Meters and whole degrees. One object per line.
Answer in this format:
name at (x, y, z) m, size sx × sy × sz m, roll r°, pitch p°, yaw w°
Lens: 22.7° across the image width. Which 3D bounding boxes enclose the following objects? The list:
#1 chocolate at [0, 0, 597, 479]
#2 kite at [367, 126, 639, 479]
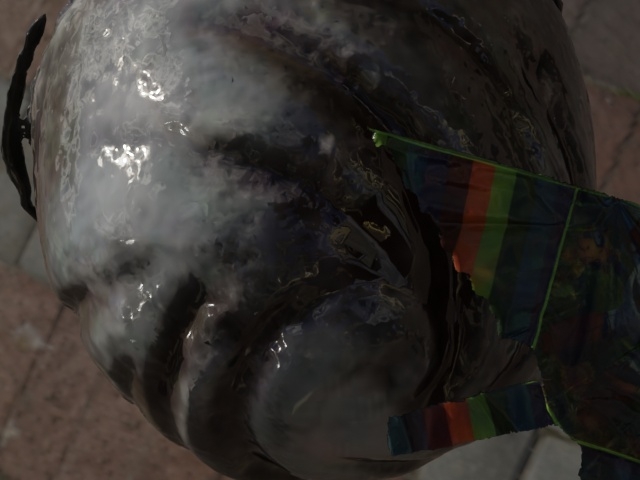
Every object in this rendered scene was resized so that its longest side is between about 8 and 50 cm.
chocolate at (0.000, 0.000, 0.756) m, size 0.303 × 0.303 × 0.213 m, roll -35°, pitch 38°, yaw 18°
kite at (0.055, 0.025, 0.308) m, size 0.090 × 0.004 × 0.122 m, roll -22°, pitch 90°, yaw -10°
